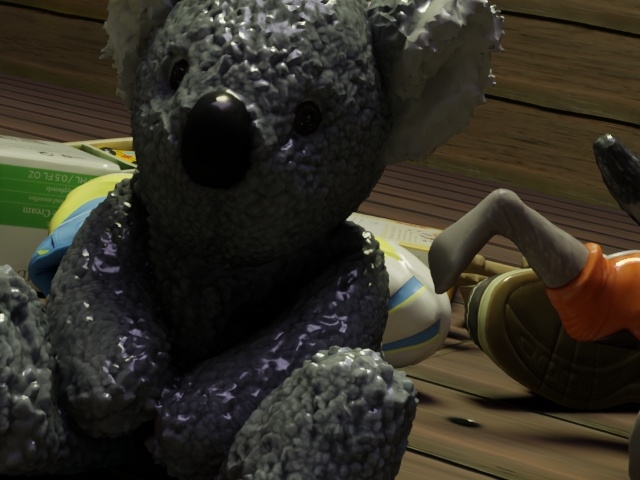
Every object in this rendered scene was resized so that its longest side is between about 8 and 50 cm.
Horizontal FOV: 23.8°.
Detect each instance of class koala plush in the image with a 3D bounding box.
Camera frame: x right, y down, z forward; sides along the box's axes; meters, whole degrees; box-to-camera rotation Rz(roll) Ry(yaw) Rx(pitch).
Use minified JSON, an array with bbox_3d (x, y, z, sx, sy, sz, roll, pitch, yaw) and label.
[{"bbox_3d":[-0.033,-0.015,0.619,0.196,0.221,0.203,12,7,13],"label":"koala plush"}]

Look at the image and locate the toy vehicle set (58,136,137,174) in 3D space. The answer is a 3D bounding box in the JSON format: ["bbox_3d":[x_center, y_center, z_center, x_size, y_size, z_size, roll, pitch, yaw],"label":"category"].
[{"bbox_3d":[-0.132,-0.022,1.103,0.166,0.035,0.267,-9,22,-39],"label":"toy vehicle set"}]

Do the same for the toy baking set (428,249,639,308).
[{"bbox_3d":[0.191,0.038,1.053,0.256,0.030,0.197,-5,-15,37],"label":"toy baking set"}]

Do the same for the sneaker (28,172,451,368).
[{"bbox_3d":[-0.054,0.036,0.844,0.240,0.091,0.126,13,26,16],"label":"sneaker"}]

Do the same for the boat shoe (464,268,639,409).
[{"bbox_3d":[0.162,0.062,0.940,0.223,0.080,0.073,12,-1,-39],"label":"boat shoe"}]

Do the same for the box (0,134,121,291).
[{"bbox_3d":[-0.197,-0.019,0.955,0.101,0.087,0.102,6,9,-35],"label":"box"}]

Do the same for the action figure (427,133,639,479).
[{"bbox_3d":[0.269,0.053,0.761,0.330,0.178,0.341,3,12,-30],"label":"action figure"}]

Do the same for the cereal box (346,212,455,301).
[{"bbox_3d":[0.000,0.000,1.280,0.240,0.047,0.173,11,8,7],"label":"cereal box"}]
